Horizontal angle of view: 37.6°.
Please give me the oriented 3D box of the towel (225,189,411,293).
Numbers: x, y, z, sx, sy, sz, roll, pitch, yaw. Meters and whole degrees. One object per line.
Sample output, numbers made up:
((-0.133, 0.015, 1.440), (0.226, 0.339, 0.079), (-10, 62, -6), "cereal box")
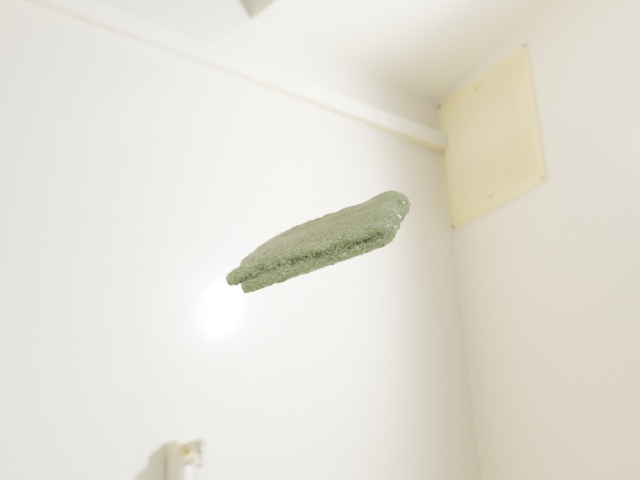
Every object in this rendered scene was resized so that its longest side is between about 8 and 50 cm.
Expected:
((0.000, 0.000, 0.780), (0.148, 0.110, 0.027), (-18, -78, 18), "towel")
